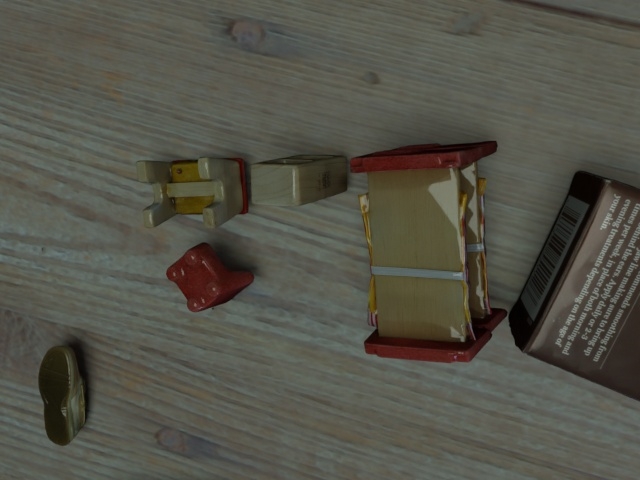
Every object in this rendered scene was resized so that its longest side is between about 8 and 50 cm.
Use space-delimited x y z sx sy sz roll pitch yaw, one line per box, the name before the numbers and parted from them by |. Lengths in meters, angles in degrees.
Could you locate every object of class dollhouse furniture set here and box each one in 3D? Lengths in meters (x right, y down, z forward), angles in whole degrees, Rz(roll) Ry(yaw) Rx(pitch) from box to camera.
dollhouse furniture set | 0.000 0.000 0.721 0.375 0.152 0.201 2 102 26

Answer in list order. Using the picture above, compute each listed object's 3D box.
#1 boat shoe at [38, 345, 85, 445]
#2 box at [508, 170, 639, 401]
boat shoe | -0.327 0.193 0.839 0.050 0.045 0.135 12 106 15
box | 0.410 0.084 0.657 0.382 0.143 0.191 23 103 6
